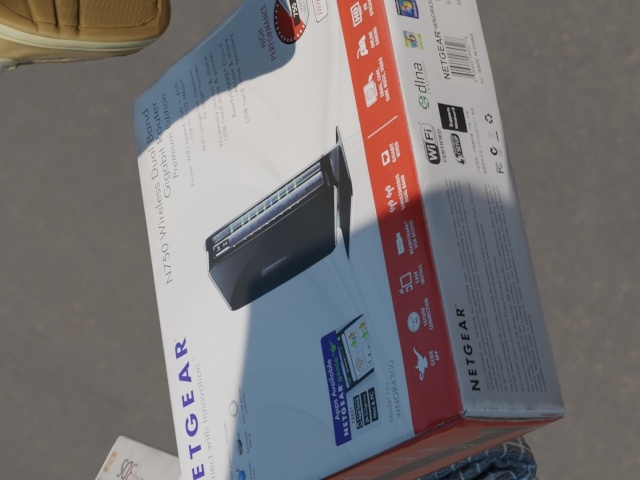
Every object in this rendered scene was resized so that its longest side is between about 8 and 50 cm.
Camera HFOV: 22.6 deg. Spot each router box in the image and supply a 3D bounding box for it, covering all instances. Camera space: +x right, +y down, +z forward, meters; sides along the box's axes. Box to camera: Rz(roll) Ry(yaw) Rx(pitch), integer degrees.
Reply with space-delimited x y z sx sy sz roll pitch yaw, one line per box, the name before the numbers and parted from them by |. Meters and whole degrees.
router box | 0.000 0.000 1.052 0.301 0.082 0.335 -34 60 47

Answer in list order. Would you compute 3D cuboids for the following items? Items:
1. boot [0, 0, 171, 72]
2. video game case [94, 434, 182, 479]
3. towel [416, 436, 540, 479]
boot | -0.234 -0.102 0.905 0.203 0.262 0.095 -50 50 51
video game case | -0.198 0.313 1.261 0.036 0.329 0.300 30 169 -13
towel | 0.055 0.238 1.539 0.235 0.284 0.121 -125 11 -68
